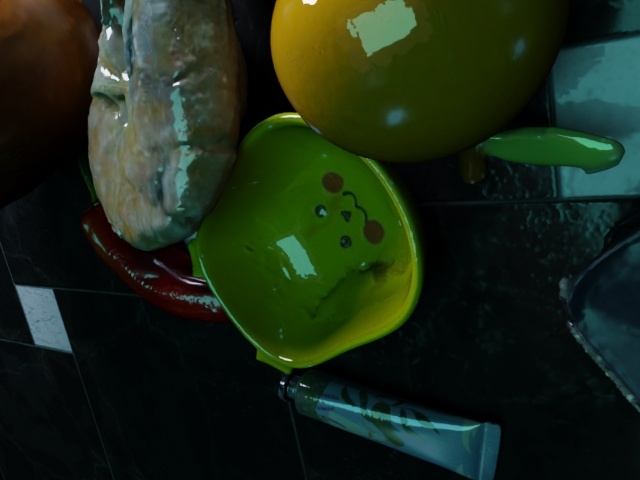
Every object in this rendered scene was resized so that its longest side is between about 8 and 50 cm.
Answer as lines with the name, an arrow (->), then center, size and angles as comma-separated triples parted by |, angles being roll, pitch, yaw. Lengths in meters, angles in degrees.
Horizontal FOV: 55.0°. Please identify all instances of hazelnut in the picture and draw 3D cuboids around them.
hazelnut -> -0.433, -0.177, 0.716 | 0.315, 0.372, 0.372 | 31, 130, -13

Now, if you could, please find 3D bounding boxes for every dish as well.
dish -> 0.000, 0.000, 0.613 | 0.221, 0.108, 0.262 | 52, 128, 6

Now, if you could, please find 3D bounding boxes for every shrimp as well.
shrimp -> -0.158, -0.213, 0.591 | 0.221, 0.110, 0.446 | 7, 95, 43

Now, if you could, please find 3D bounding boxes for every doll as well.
doll -> 0.082, -0.129, 0.452 | 0.213, 0.213, 0.236 | -14, 115, 39

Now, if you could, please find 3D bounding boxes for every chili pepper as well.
chili pepper -> -0.189, 0.018, 0.787 | 0.368, 0.092, 0.137 | 30, 103, 16

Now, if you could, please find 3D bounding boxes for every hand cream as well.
hand cream -> 0.071, 0.195, 0.687 | 0.256, 0.055, 0.088 | 12, 120, 25

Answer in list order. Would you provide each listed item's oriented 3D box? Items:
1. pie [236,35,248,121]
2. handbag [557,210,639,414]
pie -> -0.163, -0.187, 0.694 | 0.195, 0.046, 0.195 | 15, 118, 31
handbag -> 0.367, 0.050, 0.360 | 0.303, 0.122, 0.329 | 52, 130, 9
